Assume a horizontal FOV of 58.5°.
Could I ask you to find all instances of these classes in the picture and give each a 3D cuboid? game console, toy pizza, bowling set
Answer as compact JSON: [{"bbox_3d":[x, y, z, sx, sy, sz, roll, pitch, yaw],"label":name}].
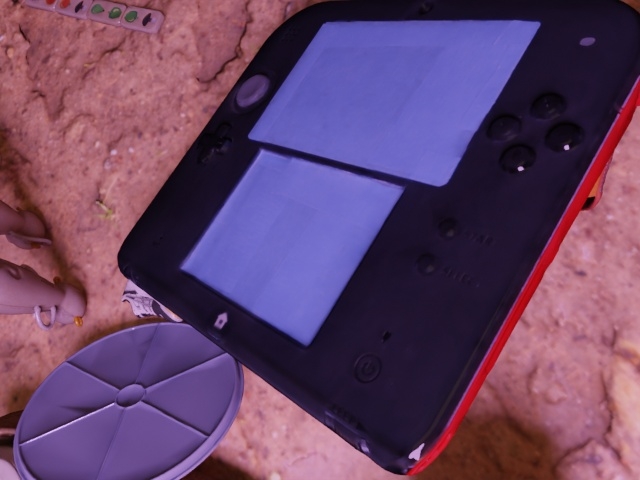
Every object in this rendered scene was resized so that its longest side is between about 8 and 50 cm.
[{"bbox_3d":[0.015,-0.060,0.464,0.386,0.060,0.342,22,71,45],"label":"game console"},{"bbox_3d":[-0.166,0.150,0.513,0.201,0.032,0.201,-6,34,4],"label":"toy pizza"},{"bbox_3d":[-0.405,0.014,0.609,0.199,0.154,0.287,-35,67,5],"label":"bowling set"}]

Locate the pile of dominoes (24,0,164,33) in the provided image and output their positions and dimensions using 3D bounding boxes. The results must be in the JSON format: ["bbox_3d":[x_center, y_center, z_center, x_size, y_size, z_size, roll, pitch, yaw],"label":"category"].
[{"bbox_3d":[-0.266,-0.380,0.745,0.251,0.040,0.196,19,80,21],"label":"pile of dominoes"}]

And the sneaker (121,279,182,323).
[{"bbox_3d":[-0.172,0.068,0.590,0.083,0.032,0.037,30,93,31],"label":"sneaker"}]

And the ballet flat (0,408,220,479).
[{"bbox_3d":[-0.187,0.235,0.491,0.342,0.124,0.116,18,85,21],"label":"ballet flat"}]

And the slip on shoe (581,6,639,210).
[{"bbox_3d":[0.196,-0.074,0.485,0.101,0.123,0.331,43,82,-11],"label":"slip on shoe"}]
